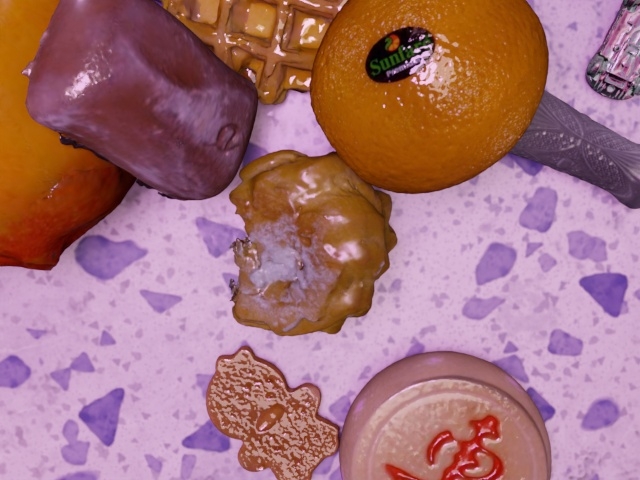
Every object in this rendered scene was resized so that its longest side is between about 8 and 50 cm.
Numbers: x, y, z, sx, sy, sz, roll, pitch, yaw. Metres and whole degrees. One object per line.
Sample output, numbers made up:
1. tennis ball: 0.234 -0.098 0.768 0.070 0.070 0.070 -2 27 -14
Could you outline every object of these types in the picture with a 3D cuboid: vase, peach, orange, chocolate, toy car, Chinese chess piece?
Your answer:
1. vase: 0.285 -0.113 0.889 0.219 0.096 0.096 25 95 -4
2. peach: -0.353 -0.143 0.788 0.373 0.290 0.372 7 65 -16
3. orange: 0.106 -0.160 0.762 0.236 0.236 0.236 0 95 1
4. chocolate: -0.141 -0.132 0.736 0.083 0.261 0.161 10 80 34
5. toy car: 0.361 -0.232 0.894 0.069 0.055 0.142 24 109 -1
6. Chinese chess piece: 0.147 0.256 0.919 0.251 0.097 0.251 0 95 1

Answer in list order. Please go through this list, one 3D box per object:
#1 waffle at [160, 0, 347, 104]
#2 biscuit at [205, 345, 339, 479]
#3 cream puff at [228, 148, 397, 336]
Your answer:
1. waffle: -0.037 -0.351 0.854 0.380 0.095 0.382 -35 98 11
2. biscuit: -0.064 0.220 0.953 0.184 0.027 0.133 30 96 -1
3. cream puff: 0.005 0.001 0.860 0.195 0.194 0.221 8 115 0
